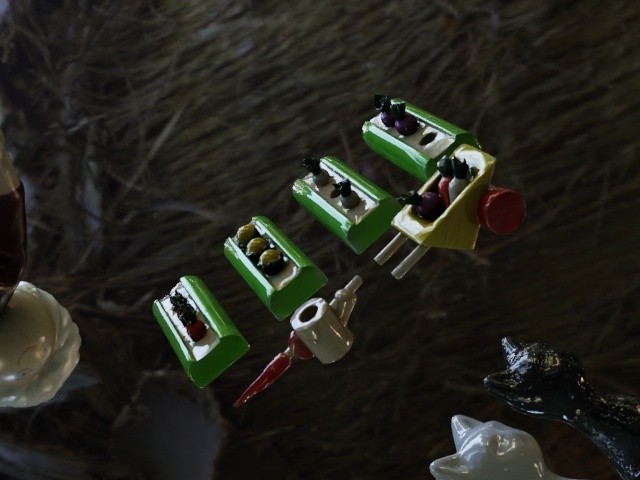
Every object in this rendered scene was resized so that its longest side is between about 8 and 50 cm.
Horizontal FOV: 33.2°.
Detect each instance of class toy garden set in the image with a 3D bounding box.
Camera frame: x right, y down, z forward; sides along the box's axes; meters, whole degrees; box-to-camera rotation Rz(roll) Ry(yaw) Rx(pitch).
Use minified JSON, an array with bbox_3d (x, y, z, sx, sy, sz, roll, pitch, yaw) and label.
[{"bbox_3d":[0.000,0.000,0.698,0.049,0.244,0.204,51,176,-29],"label":"toy garden set"}]

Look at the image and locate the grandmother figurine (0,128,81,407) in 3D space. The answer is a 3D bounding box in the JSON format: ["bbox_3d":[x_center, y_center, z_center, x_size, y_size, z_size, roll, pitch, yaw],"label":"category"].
[{"bbox_3d":[-0.255,0.023,0.657,0.104,0.208,0.342,49,177,30],"label":"grandmother figurine"}]

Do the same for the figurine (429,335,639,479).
[{"bbox_3d":[0.196,0.168,0.787,0.209,0.092,0.215,32,-149,13],"label":"figurine"}]
